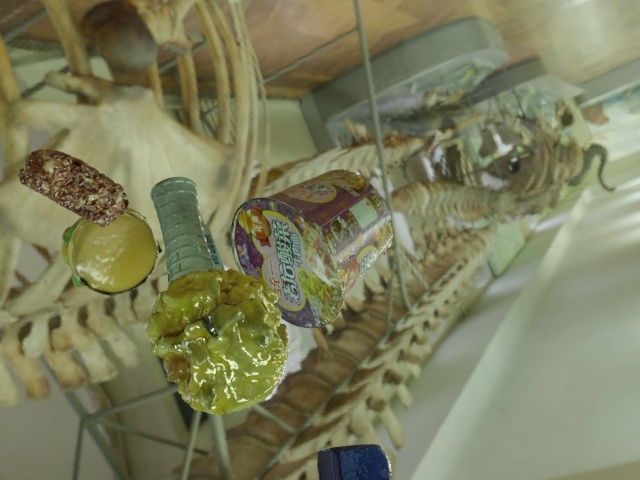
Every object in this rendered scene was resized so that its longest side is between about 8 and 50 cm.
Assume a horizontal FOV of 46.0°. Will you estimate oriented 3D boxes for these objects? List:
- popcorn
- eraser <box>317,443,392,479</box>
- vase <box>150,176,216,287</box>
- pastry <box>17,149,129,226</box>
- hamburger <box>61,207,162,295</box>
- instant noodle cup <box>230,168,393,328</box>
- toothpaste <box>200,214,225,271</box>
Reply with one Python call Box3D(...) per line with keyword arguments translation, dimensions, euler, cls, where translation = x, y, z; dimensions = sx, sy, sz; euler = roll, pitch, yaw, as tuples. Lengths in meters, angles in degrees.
Box3D(translation=(-0.163, 0.162, 1.228), dimensions=(0.249, 0.249, 0.225), euler=(-22, -172, -8), cls="popcorn")
Box3D(translation=(0.087, 0.589, 1.539), dimensions=(0.155, 0.332, 0.101), euler=(4, 158, -28), cls="eraser")
Box3D(translation=(-0.314, 0.002, 1.739), dimensions=(0.143, 0.298, 0.143), euler=(-15, 154, -7), cls="vase")
Box3D(translation=(-0.458, -0.101, 1.401), dimensions=(0.115, 0.097, 0.208), euler=(15, 167, 41), cls="pastry")
Box3D(translation=(-0.529, 0.019, 1.863), dimensions=(0.237, 0.237, 0.149), euler=(-22, -161, -26), cls="hamburger")
Box3D(translation=(0.000, 0.000, 1.758), dimensions=(0.266, 0.339, 0.340), euler=(-34, -172, -39), cls="instant noodle cup")
Box3D(translation=(-0.259, 0.075, 1.821), dimensions=(0.075, 0.296, 0.048), euler=(-11, 163, -32), cls="toothpaste")
